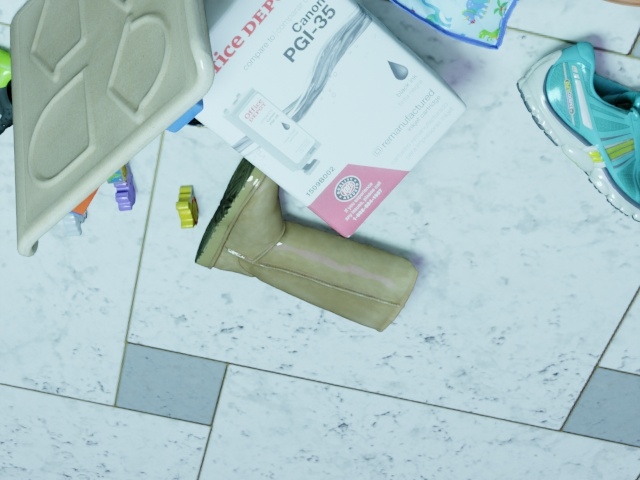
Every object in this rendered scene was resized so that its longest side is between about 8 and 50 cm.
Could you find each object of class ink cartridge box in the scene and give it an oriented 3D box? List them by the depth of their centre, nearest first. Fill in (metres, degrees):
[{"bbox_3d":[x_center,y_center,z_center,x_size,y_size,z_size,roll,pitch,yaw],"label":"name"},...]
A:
[{"bbox_3d":[-0.016,-0.172,1.437,0.283,0.117,0.207,38,101,-26],"label":"ink cartridge box"}]

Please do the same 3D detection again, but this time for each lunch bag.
[{"bbox_3d":[0.127,-0.280,1.358,0.151,0.129,0.096,14,128,-5],"label":"lunch bag"}]

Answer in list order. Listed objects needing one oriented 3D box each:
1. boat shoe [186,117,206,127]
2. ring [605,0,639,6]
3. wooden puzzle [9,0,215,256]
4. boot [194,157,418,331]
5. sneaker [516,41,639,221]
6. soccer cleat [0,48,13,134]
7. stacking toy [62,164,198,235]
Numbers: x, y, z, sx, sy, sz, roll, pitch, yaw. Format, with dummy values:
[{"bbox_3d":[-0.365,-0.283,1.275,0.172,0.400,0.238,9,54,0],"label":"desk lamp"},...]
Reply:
[{"bbox_3d":[-0.128,-0.153,1.533,0.183,0.083,0.065,34,127,-24],"label":"boat shoe"},{"bbox_3d":[0.349,-0.382,1.309,0.336,0.032,0.337,3,134,3],"label":"ring"},{"bbox_3d":[-0.211,-0.189,1.362,0.080,0.322,0.348,19,136,-36],"label":"wooden puzzle"},{"bbox_3d":[0.000,0.000,1.664,0.269,0.089,0.236,20,145,-11],"label":"boot"},{"bbox_3d":[0.344,-0.117,1.511,0.110,0.107,0.275,-37,120,22],"label":"sneaker"},{"bbox_3d":[-0.392,-0.150,1.581,0.072,0.060,0.179,15,129,-10],"label":"soccer cleat"},{"bbox_3d":[-0.251,-0.099,1.623,0.166,0.052,0.221,-4,130,7],"label":"stacking toy"}]
